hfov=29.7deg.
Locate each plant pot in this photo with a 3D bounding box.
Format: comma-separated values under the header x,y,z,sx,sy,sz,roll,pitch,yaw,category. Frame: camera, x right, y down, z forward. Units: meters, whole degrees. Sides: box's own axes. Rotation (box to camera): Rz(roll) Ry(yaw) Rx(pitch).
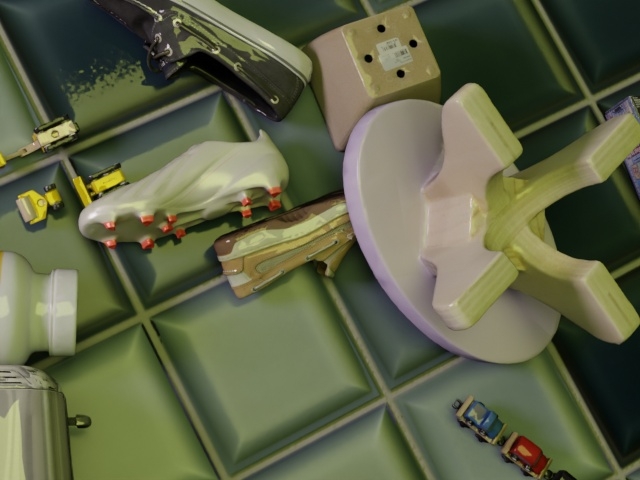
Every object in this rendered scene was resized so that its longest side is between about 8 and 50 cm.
x,y,z,sx,sy,sz,roll,pitch,yaw,category
0.054,-0.161,1.128,0.109,0.096,0.109,-20,82,-15,plant pot

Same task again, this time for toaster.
x,y,z,sx,sy,sz,roll,pitch,yaw,category
-0.300,0.179,0.966,0.227,0.129,0.146,1,74,-9,toaster

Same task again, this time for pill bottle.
x,y,z,sx,sy,sz,roll,pitch,yaw,category
-0.297,0.059,1.003,0.184,0.103,0.103,2,77,-11,pill bottle

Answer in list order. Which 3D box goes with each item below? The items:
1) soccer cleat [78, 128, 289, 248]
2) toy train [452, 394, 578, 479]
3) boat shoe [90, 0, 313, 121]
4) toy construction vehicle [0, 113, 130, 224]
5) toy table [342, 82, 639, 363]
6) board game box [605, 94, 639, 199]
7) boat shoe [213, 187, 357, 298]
x,y,z,sx,sy,sz,roll,pitch,yaw,category
-0.125,-0.047,1.087,0.196,0.068,0.076,-15,66,-16,soccer cleat
0.187,0.197,1.106,0.158,0.036,0.027,38,73,-1,toy train
-0.121,-0.178,1.111,0.228,0.080,0.076,27,72,-13,boat shoe
-0.234,-0.062,1.083,0.098,0.035,0.086,-29,96,-13,toy construction vehicle
0.156,-0.012,1.043,0.274,0.161,0.252,42,69,-19,toy table
0.397,-0.049,1.193,0.194,0.060,0.194,-4,80,-13,board game box
0.000,0.000,1.105,0.190,0.068,0.072,-21,97,-8,boat shoe
